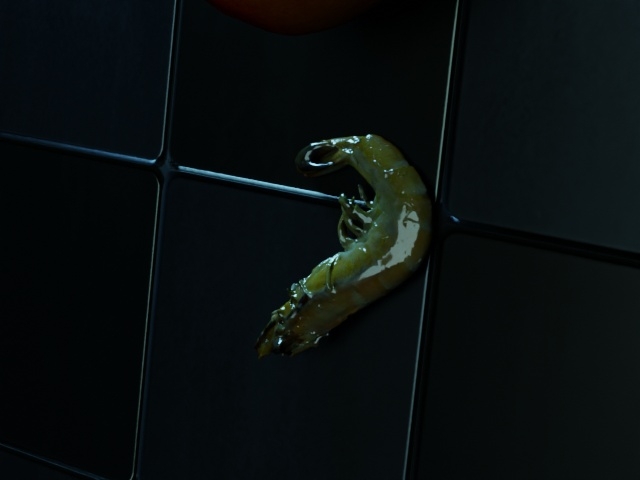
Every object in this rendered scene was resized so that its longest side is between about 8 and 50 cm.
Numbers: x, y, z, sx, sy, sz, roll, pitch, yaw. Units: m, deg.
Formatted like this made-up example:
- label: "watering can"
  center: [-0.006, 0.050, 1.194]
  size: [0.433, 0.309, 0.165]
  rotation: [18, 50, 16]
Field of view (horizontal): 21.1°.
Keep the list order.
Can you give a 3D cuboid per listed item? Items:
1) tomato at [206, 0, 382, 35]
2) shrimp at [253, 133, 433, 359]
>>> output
- label: "tomato"
  center: [-0.026, -0.252, 1.055]
  size: [0.260, 0.180, 0.259]
  rotation: [22, 132, 26]
- label: "shrimp"
  center: [-0.001, 0.000, 1.166]
  size: [0.178, 0.034, 0.124]
  rotation: [-39, 66, 32]
